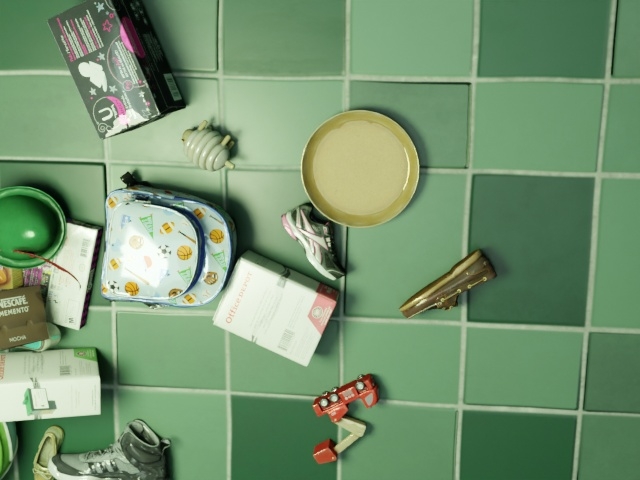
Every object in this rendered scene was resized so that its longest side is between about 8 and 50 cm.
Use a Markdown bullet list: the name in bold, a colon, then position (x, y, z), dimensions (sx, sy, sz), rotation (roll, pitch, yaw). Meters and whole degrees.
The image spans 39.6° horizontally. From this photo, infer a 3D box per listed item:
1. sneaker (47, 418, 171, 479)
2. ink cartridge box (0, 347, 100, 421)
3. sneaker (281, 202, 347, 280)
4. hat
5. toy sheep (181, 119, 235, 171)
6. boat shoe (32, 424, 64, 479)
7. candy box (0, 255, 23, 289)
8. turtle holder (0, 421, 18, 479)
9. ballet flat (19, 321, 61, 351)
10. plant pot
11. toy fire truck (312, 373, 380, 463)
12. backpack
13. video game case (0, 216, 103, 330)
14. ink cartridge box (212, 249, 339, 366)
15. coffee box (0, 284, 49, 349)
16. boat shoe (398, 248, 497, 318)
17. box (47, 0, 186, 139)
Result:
- **sneaker**: position (-0.456, 0.465, 1.953), dimensions (0.269, 0.101, 0.153), rotation (10, 103, -1)
- **ink cartridge box**: position (-0.576, 0.299, 1.860), dimensions (0.220, 0.160, 0.092), rotation (-2, 107, -16)
- **sneaker**: position (0.000, 0.000, 1.806), dimensions (0.077, 0.072, 0.178), rotation (-38, 96, 14)
- **hat**: position (-0.576, -0.010, 1.750), dimensions (0.209, 0.183, 0.172), rotation (5, 98, -19)
- **toy sheep**: position (-0.224, -0.183, 1.788), dimensions (0.132, 0.091, 0.091), rotation (33, 105, 18)
- **boat shoe**: position (-0.617, 0.492, 2.001), dimensions (0.056, 0.048, 0.153), rotation (22, 104, 2)
- **candy box**: position (-0.690, 0.008, 1.864), dimensions (0.109, 0.053, 0.186), rotation (0, 99, 10)
- **turtle holder**: position (-0.752, 0.445, 1.917), dimensions (0.243, 0.227, 0.320), rotation (-38, 96, 12)
- **ballet flat**: position (-0.651, 0.198, 1.928), dimensions (0.213, 0.068, 0.072), rotation (8, 103, 28)
- **plant pot**: position (0.079, -0.144, 1.786), dimensions (0.236, 0.032, 0.236), rotation (1, 102, 6)
- **toy fire truck**: position (0.053, 0.379, 1.894), dimensions (0.192, 0.047, 0.135), rotation (-27, 98, 11)
- **backpack**: position (-0.302, 0.016, 1.787), dimensions (0.264, 0.213, 0.276), rotation (5, 100, -5)
- **video game case**: position (-0.589, 0.056, 1.906), dimensions (0.210, 0.042, 0.232), rotation (14, 103, 4)
- **ink cartridge box**: position (-0.092, 0.138, 1.837), dimensions (0.218, 0.092, 0.158), rotation (24, 104, 0)
- **coffee box**: position (-0.731, 0.184, 1.836), dimensions (0.297, 0.168, 0.118), rotation (-14, 86, 28)
- **boat shoe**: position (0.258, 0.104, 1.795), dimensions (0.207, 0.073, 0.073), rotation (-35, 94, 13)
- **box**: position (-0.393, -0.341, 1.734), dimensions (0.142, 0.163, 0.247), rotation (-20, 99, 14)
